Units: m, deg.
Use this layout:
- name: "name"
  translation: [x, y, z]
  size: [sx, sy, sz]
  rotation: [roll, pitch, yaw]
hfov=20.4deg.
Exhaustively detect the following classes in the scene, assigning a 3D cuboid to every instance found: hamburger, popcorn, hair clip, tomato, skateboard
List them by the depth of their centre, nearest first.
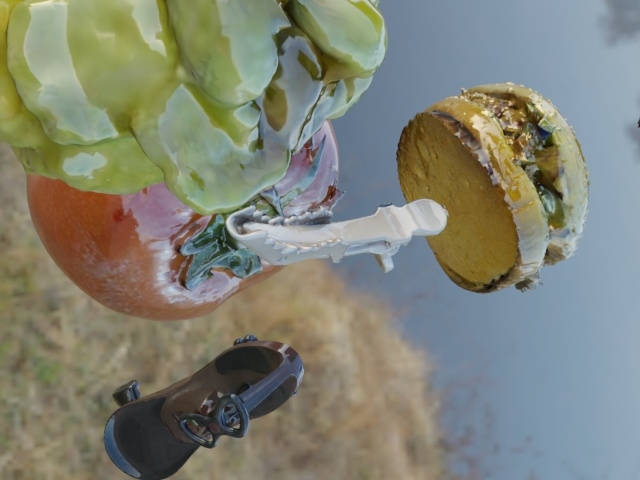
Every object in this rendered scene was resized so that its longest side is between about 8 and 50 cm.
- name: "popcorn"
  translation: [-0.076, -0.135, 0.961]
  size: [0.255, 0.256, 0.195]
  rotation: [51, -11, 39]
- name: "skateboard"
  translation: [-0.077, 0.109, 1.118]
  size: [0.067, 0.151, 0.080]
  rotation: [55, 33, -9]
- name: "hair clip"
  translation: [0.000, 0.000, 1.312]
  size: [0.226, 0.072, 0.034]
  rotation: [-4, 58, -47]
- name: "hamburger"
  translation: [0.157, -0.042, 1.561]
  size: [0.118, 0.182, 0.191]
  rotation: [-20, 102, -24]
- name: "tomato"
  translation: [-0.156, -0.083, 1.964]
  size: [0.273, 0.341, 0.341]
  rotation: [52, 6, 30]

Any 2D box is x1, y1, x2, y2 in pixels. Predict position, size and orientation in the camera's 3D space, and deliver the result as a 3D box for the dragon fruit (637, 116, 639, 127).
- name: "dragon fruit"
  translation: [0.455, -0.113, 1.875]
  size: [0.295, 0.268, 0.130]
  rotation: [78, -10, -54]
